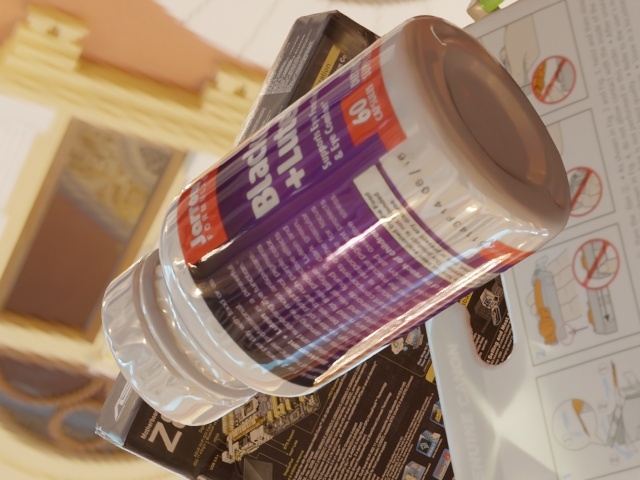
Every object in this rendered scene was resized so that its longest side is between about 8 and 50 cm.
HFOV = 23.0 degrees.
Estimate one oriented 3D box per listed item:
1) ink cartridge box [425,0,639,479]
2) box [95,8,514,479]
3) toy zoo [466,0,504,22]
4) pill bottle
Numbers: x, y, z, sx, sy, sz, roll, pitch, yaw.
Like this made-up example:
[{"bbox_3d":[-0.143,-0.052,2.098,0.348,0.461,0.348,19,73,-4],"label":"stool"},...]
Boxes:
[{"bbox_3d":[0.234,-0.022,0.885,0.091,0.385,0.308,15,-120,-51],"label":"ink cartridge box"},{"bbox_3d":[0.039,0.055,1.329,0.318,0.395,0.097,28,171,-24],"label":"box"},{"bbox_3d":[0.288,-0.207,1.282,0.192,0.293,0.030,45,-145,-12],"label":"toy zoo"},{"bbox_3d":[0.000,0.000,0.671,0.108,0.193,0.108,39,-149,-29],"label":"pill bottle"}]
